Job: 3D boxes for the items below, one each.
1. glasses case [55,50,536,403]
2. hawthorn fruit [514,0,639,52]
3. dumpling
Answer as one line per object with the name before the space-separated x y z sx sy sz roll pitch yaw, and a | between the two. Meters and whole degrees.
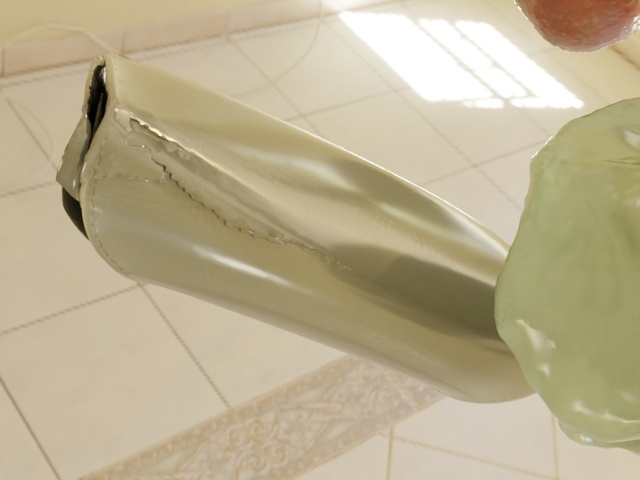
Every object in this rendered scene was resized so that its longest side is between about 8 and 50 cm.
glasses case | 0.000 -0.002 0.503 0.308 0.083 0.128 24 25 -28
hawthorn fruit | 0.230 -0.252 0.782 0.163 0.203 0.162 -1 84 9
dumpling | 0.250 0.042 0.437 0.321 0.212 0.270 27 12 -31
